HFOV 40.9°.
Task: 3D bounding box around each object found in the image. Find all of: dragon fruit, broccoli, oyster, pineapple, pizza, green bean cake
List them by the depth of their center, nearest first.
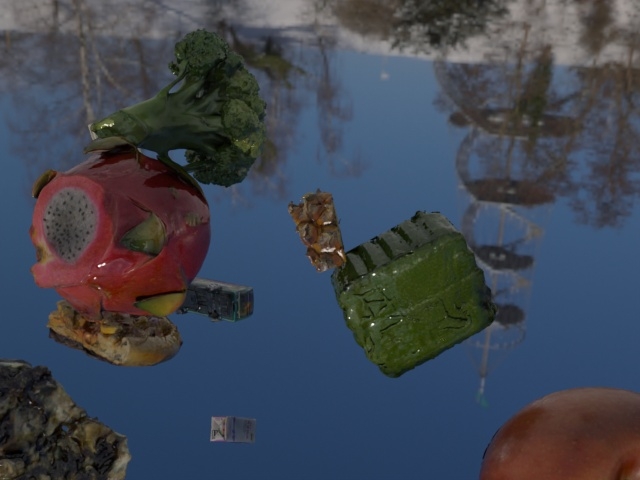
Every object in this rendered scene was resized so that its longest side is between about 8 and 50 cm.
[{"bbox_3d":[-0.344,0.232,0.906,0.223,0.214,0.083,-42,-153,8],"label":"oyster"},{"bbox_3d":[0.000,0.000,1.229,0.069,0.116,0.137,-16,-129,5],"label":"pineapple"},{"bbox_3d":[0.137,0.081,1.283,0.214,0.200,0.113,-27,-152,1],"label":"green bean cake"},{"bbox_3d":[-0.333,-0.020,1.351,0.290,0.290,0.189,11,173,21],"label":"dragon fruit"},{"bbox_3d":[-0.198,-0.227,1.483,0.186,0.254,0.302,24,-176,25],"label":"broccoli"},{"bbox_3d":[-0.421,0.179,1.796,0.278,0.114,0.409,16,-178,-6],"label":"pizza"}]

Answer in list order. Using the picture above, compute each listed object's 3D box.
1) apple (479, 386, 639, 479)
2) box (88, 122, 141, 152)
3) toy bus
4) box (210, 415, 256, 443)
[{"bbox_3d":[0.334,0.303,1.051,0.272,0.251,0.206,4,156,-16],"label":"apple"},{"bbox_3d":[-0.431,-0.183,1.852,0.090,0.167,0.024,-24,-164,-29],"label":"box"},{"bbox_3d":[-0.273,0.135,2.058,0.262,0.091,0.109,9,-166,38],"label":"toy bus"},{"bbox_3d":[-0.166,0.364,1.650,0.036,0.050,0.117,-5,166,25],"label":"box"}]
